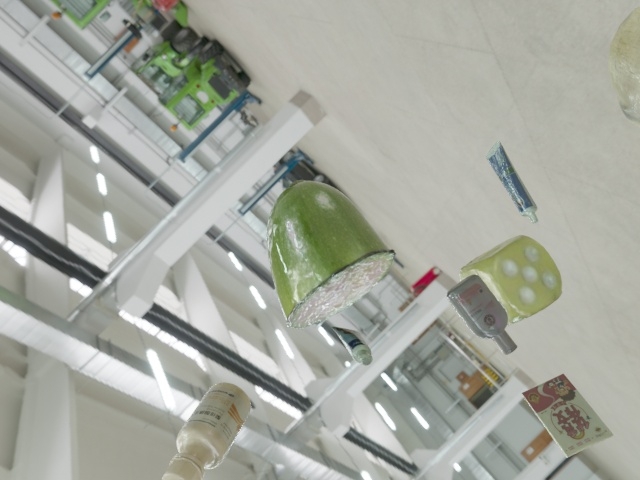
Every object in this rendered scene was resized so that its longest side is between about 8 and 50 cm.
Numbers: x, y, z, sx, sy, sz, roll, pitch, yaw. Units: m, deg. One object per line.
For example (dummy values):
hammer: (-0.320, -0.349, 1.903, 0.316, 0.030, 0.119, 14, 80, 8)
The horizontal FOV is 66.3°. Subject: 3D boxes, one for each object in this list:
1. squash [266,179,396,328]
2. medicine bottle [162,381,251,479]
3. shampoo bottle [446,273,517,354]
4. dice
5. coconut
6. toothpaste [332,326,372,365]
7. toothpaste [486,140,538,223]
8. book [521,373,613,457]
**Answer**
squash: (-0.026, 0.008, 1.202, 0.308, 0.310, 0.310, 54, -177, 20)
medicine bottle: (-0.246, 0.426, 1.055, 0.114, 0.114, 0.252, 45, -151, -6)
shampoo bottle: (0.328, 0.152, 0.975, 0.165, 0.080, 0.040, 54, 178, 6)
dice: (0.461, 0.099, 1.198, 0.169, 0.169, 0.166, 59, 165, 7)
coconut: (0.487, -0.235, 0.615, 0.224, 0.224, 0.224, 45, 180, 0)
toothpaste: (0.068, 0.208, 0.990, 0.062, 0.037, 0.216, 15, -177, -8)
toothpaste: (0.405, -0.119, 1.030, 0.057, 0.035, 0.197, 112, 143, -58)
book: (0.787, 0.556, 1.575, 0.231, 0.162, 0.022, -116, 3, -46)
